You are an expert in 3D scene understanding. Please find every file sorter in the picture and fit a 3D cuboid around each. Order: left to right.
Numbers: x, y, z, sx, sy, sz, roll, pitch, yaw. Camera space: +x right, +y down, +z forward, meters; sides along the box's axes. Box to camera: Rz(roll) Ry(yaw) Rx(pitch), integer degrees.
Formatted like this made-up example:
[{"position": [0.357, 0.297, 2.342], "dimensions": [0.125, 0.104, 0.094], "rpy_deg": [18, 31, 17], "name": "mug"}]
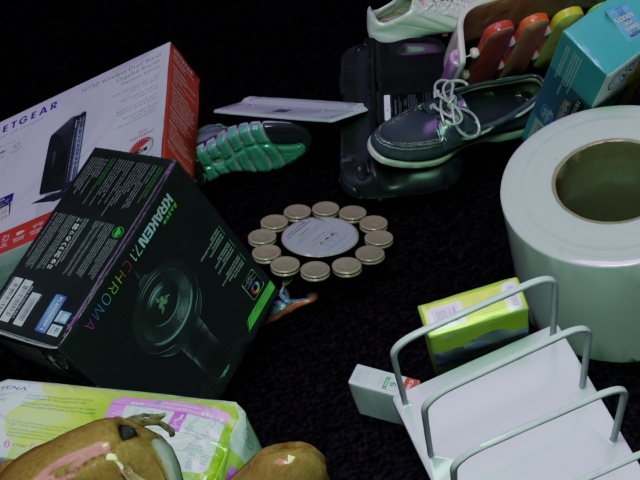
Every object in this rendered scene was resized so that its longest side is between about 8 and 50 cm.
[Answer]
[{"position": [0.203, 0.200, 1.114], "dimensions": [0.192, 0.173, 0.278], "rpy_deg": [-23, 59, -4], "name": "file sorter"}]

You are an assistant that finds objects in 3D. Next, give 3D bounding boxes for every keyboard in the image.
[{"position": [-0.047, -0.183, 1.658], "dimensions": [0.072, 0.014, 0.256], "rpy_deg": [-29, 26, -36], "name": "keyboard"}]

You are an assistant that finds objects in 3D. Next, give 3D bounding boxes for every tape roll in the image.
[{"position": [0.331, -0.010, 1.313], "dimensions": [0.246, 0.169, 0.246], "rpy_deg": [-10, 46, 11], "name": "tape roll"}]

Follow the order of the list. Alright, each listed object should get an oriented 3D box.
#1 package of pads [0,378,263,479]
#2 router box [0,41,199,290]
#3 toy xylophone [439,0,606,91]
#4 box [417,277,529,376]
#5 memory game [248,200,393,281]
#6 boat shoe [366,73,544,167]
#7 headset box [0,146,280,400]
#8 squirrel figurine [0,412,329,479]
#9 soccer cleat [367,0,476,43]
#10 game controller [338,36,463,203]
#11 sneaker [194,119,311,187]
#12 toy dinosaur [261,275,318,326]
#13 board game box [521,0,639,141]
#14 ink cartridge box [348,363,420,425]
[{"position": [-0.190, 0.249, 1.208], "dimensions": [0.296, 0.229, 0.101], "rpy_deg": [2, 49, 22], "name": "package of pads"}, {"position": [-0.333, -0.093, 1.636], "dimensions": [0.335, 0.082, 0.301], "rpy_deg": [-22, 43, 18], "name": "router box"}, {"position": [0.302, -0.293, 1.551], "dimensions": [0.322, 0.236, 0.081], "rpy_deg": [-18, 76, 0], "name": "toy xylophone"}, {"position": [0.168, 0.102, 1.273], "dimensions": [0.109, 0.178, 0.042], "rpy_deg": [-17, 65, 3], "name": "box"}, {"position": [0.000, 0.000, 1.492], "dimensions": [0.186, 0.012, 0.186], "rpy_deg": [-2, 32, 1], "name": "memory game"}, {"position": [0.180, -0.159, 1.523], "dimensions": [0.254, 0.079, 0.095], "rpy_deg": [-12, 57, -19], "name": "boat shoe"}, {"position": [-0.199, 0.081, 1.332], "dimensions": [0.131, 0.283, 0.246], "rpy_deg": [12, 61, 35], "name": "headset box"}, {"position": [-0.136, 0.332, 0.974], "dimensions": [0.397, 0.370, 0.281], "rpy_deg": [-52, 22, 19], "name": "squirrel figurine"}, {"position": [0.163, -0.340, 1.749], "dimensions": [0.196, 0.076, 0.068], "rpy_deg": [-19, 45, 1], "name": "soccer cleat"}, {"position": [0.108, -0.174, 1.635], "dimensions": [0.166, 0.067, 0.319], "rpy_deg": [1, 47, 1], "name": "game controller"}, {"position": [-0.123, -0.144, 1.664], "dimensions": [0.223, 0.083, 0.098], "rpy_deg": [-12, 40, 9], "name": "sneaker"}, {"position": [-0.046, 0.084, 1.463], "dimensions": [0.082, 0.047, 0.090], "rpy_deg": [6, 83, 12], "name": "toy dinosaur"}, {"position": [0.417, -0.249, 1.447], "dimensions": [0.336, 0.254, 0.079], "rpy_deg": [-36, 73, -15], "name": "board game box"}, {"position": [0.092, 0.176, 1.295], "dimensions": [0.115, 0.063, 0.029], "rpy_deg": [12, 54, 26], "name": "ink cartridge box"}]
